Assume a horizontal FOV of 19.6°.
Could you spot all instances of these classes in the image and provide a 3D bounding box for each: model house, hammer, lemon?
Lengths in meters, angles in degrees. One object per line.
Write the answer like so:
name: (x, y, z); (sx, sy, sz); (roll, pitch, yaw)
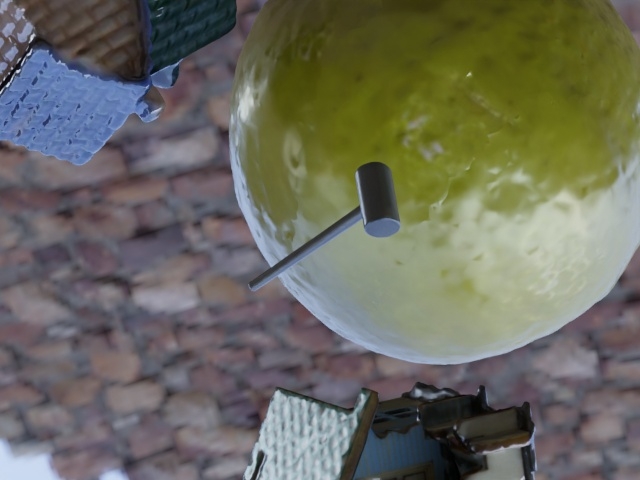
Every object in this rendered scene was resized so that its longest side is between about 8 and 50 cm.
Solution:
model house: (-0.156, -0.148, 1.265); (0.183, 0.172, 0.166); (-37, 176, -33)
hammer: (0.000, 0.000, 0.976); (0.110, 0.019, 0.035); (-35, -130, 38)
model house: (-0.007, 0.203, 0.809); (0.206, 0.271, 0.178); (-9, -171, -21)
lemon: (0.090, -0.078, 1.384); (0.348, 0.348, 0.348); (-12, -153, 6)
